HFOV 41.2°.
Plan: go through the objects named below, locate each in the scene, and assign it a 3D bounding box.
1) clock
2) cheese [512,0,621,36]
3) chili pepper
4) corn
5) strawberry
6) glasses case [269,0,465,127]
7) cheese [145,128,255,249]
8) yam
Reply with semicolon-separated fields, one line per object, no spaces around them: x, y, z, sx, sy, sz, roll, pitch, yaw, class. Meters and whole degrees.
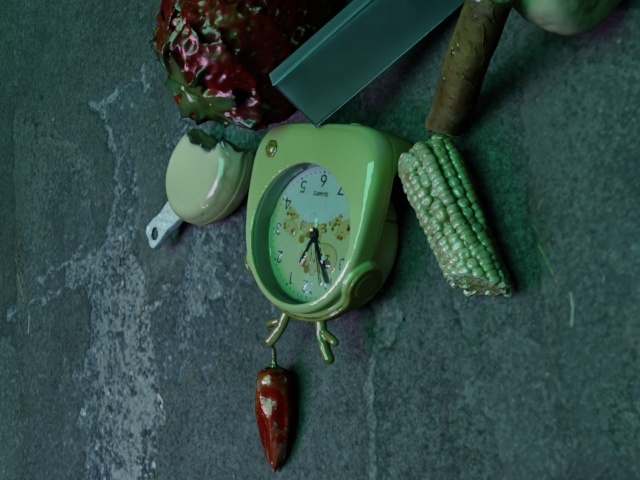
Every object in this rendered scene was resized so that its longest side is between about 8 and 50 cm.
0.000;0.000;1.126;0.235;0.096;0.308;10;92;44;clock
0.226;-0.344;0.838;0.173;0.248;0.251;-35;80;-11;cheese
-0.062;0.233;1.189;0.059;0.050;0.191;7;101;42;chili pepper
0.151;-0.023;0.988;0.087;0.087;0.211;-33;62;37;corn
-0.094;-0.295;1.168;0.250;0.238;0.288;29;71;34;strawberry
0.062;-0.261;1.039;0.266;0.105;0.056;-39;50;10;glasses case
-0.198;-0.064;1.347;0.163;0.070;0.249;45;115;40;cheese
0.161;-0.191;0.940;0.241;0.056;0.057;103;151;-61;yam
